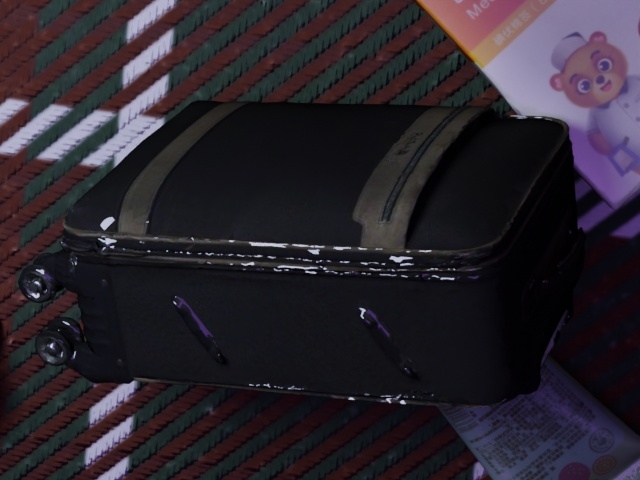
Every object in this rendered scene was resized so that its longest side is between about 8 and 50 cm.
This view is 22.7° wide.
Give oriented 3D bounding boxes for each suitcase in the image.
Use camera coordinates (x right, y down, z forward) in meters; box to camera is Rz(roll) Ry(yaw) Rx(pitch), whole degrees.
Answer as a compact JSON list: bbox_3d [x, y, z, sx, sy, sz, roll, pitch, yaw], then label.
[{"bbox_3d":[0.000,0.000,1.306,0.434,0.283,0.194,4,118,23],"label":"suitcase"}]

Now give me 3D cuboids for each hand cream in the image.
[{"bbox_3d":[0.166,0.138,1.465,0.147,0.093,0.306,-41,97,8],"label":"hand cream"}]

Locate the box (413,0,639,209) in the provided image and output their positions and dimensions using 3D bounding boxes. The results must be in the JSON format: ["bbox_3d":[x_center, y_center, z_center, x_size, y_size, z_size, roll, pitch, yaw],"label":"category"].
[{"bbox_3d":[0.212,-0.227,1.367,0.225,0.143,0.341,-43,93,10],"label":"box"}]
